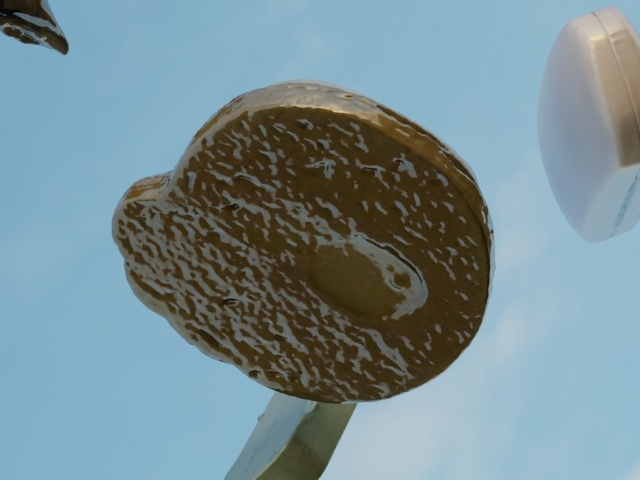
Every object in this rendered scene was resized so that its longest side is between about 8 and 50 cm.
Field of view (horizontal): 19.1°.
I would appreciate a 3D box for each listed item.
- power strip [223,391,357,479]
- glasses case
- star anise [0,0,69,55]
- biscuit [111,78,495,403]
[{"bbox_3d":[0.002,0.083,1.106,0.029,0.080,0.227,41,-139,-10],"label":"power strip"},{"bbox_3d":[0.202,-0.077,1.371,0.075,0.113,0.297,-17,-13,0],"label":"glasses case"},{"bbox_3d":[-0.230,-0.188,1.181,0.089,0.209,0.231,-40,-43,-61],"label":"star anise"},{"bbox_3d":[0.000,0.000,0.961,0.181,0.208,0.049,37,-137,-11],"label":"biscuit"}]
